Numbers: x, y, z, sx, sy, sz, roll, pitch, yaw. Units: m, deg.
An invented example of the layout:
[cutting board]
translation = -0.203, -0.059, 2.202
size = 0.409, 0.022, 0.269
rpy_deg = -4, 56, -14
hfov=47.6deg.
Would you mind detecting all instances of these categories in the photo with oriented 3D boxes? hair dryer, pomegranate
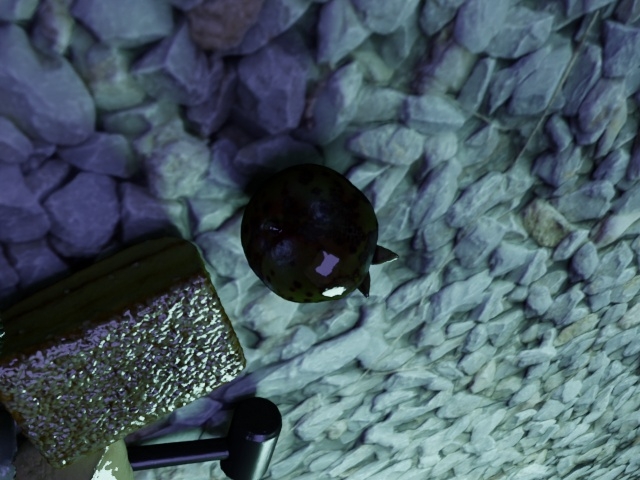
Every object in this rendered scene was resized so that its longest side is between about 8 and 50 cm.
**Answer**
[hair dryer]
translation = -0.178, 0.272, 0.969
size = 0.248, 0.070, 0.114
rpy_deg = 2, 131, -21
[pomegranate]
translation = -0.004, 0.005, 0.745
size = 0.148, 0.148, 0.169
rpy_deg = -34, 137, 3

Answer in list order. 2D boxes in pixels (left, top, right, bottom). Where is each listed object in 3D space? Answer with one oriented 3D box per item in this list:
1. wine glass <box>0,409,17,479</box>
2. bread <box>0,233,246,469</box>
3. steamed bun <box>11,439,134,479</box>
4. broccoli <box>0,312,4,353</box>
[wine glass]
translation = -0.419, 0.237, 0.742
size = 0.204, 0.111, 0.111
rpy_deg = -5, 132, -26
[bread]
translation = -0.209, 0.110, 0.751
size = 0.234, 0.110, 0.184
rpy_deg = -25, 135, -10
[steamed bun]
translation = -0.330, 0.329, 0.868
size = 0.213, 0.110, 0.231
rpy_deg = -8, 128, -10
[broccoli]
translation = -0.359, 0.075, 0.574
size = 0.198, 0.176, 0.226
rpy_deg = 26, 133, -26
